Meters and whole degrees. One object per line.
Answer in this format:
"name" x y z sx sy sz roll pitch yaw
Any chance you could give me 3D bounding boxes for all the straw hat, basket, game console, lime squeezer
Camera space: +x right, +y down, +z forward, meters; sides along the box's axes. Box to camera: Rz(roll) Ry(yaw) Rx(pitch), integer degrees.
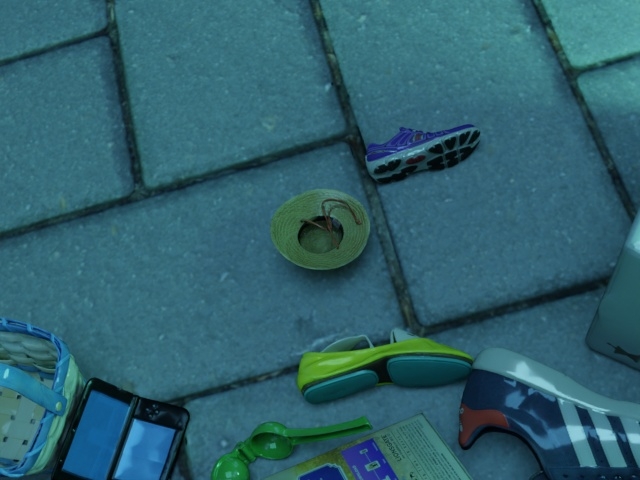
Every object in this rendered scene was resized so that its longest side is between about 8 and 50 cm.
"straw hat" 0.000 0.000 1.216 0.145 0.061 0.144 2 54 -3
"basket" -0.439 0.188 1.078 0.255 0.289 0.201 6 72 11
"game console" -0.255 0.266 1.125 0.124 0.085 0.144 11 68 14
"lime squeezer" -0.081 0.295 1.088 0.310 0.058 0.110 -35 46 -4

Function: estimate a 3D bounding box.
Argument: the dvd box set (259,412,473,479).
"dvd box set" -0.012 0.364 0.902 0.421 0.062 0.307 -21 30 -12

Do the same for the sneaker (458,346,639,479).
"sneaker" 0.326 0.255 1.018 0.350 0.131 0.148 19 77 23

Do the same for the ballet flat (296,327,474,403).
"ballet flat" 0.080 0.154 1.130 0.231 0.077 0.077 -11 48 7

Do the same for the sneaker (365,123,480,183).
"sneaker" 0.146 -0.142 1.255 0.170 0.068 0.071 -14 58 4

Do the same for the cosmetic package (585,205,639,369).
"cosmetic package" 0.543 -0.027 0.988 0.328 0.329 0.393 24 73 18
